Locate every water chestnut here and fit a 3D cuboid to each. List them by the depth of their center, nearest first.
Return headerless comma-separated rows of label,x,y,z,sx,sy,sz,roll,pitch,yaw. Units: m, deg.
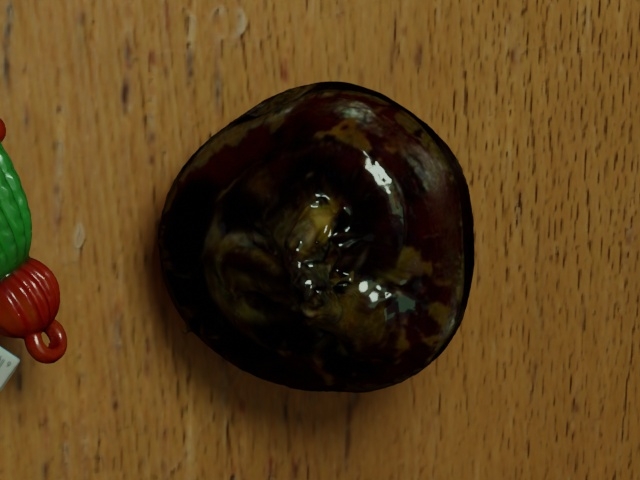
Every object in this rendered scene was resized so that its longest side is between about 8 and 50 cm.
water chestnut,0.000,0.000,1.270,0.224,0.238,0.223,4,104,16

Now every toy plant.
toy plant,-0.250,-0.028,1.185,0.155,0.088,0.240,-6,76,-52

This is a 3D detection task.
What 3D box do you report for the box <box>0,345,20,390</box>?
box,-0.312,0.116,1.204,0.139,0.073,0.194,39,77,-25
